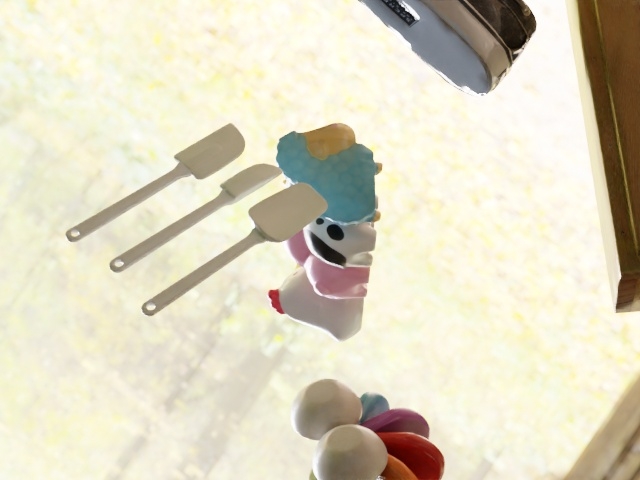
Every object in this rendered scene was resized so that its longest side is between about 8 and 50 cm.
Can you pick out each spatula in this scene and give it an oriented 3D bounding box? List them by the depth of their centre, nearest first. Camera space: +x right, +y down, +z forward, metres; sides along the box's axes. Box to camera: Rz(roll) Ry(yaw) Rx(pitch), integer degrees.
[{"bbox_3d":[-0.129,-0.024,1.488,0.168,0.242,0.019,43,148,21],"label":"spatula"}]

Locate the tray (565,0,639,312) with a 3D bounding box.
[{"bbox_3d":[0.326,-0.143,1.215,0.203,0.411,0.076,-5,150,4],"label":"tray"}]

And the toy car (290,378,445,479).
[{"bbox_3d":[0.055,0.225,1.465,0.182,0.136,0.159,-121,13,-53],"label":"toy car"}]

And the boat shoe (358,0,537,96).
[{"bbox_3d":[0.073,-0.269,1.256,0.306,0.105,0.113,42,159,-8],"label":"boat shoe"}]

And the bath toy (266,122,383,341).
[{"bbox_3d":[0.000,0.000,1.741,0.129,0.151,0.348,3,148,-1],"label":"bath toy"}]
